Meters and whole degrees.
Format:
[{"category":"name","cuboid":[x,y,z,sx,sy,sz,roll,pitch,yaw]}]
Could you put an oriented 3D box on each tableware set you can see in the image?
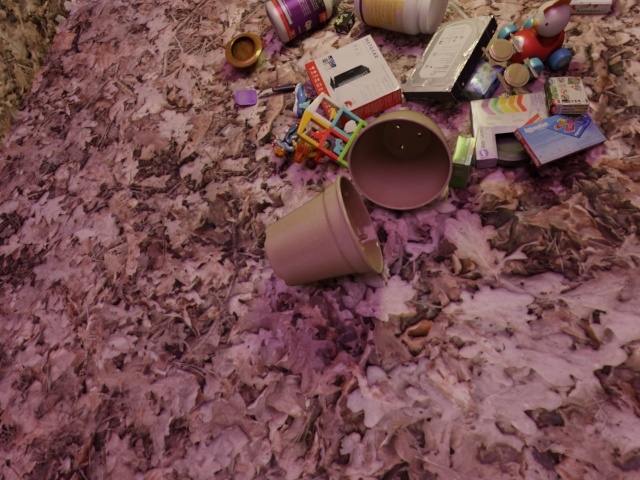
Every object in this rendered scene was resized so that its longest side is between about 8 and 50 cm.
[{"category":"tableware set","cuboid":[0.665,-0.624,1.489,0.128,0.039,0.194,-26,82,-1]}]

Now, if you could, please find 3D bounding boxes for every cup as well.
[{"category":"cup","cuboid":[0.277,-0.305,1.419,0.330,0.331,0.237,3,40,17]}]

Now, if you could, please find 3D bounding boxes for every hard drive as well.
[{"category":"hard drive","cuboid":[0.477,-0.678,1.573,0.236,0.064,0.339,24,82,49]}]

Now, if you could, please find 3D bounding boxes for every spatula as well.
[{"category":"spatula","cuboid":[-0.231,-0.650,1.841,0.296,0.030,0.084,-9,66,11]}]

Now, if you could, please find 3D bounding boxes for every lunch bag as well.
[{"category":"lunch bag","cuboid":[0.589,-0.594,1.551,0.128,0.096,0.151,33,89,26]}]

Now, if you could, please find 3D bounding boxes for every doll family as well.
[{"category":"doll family","cuboid":[-0.097,-0.377,1.635,0.262,0.118,0.163,26,77,24]}]

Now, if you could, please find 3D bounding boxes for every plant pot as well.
[{"category":"plant pot","cuboid":[0.000,0.000,1.360,0.305,0.333,0.334,-23,62,18]}]

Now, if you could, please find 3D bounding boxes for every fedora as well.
[{"category":"fedora","cuboid":[-0.346,-0.864,1.940,0.194,0.079,0.195,-4,72,11]}]

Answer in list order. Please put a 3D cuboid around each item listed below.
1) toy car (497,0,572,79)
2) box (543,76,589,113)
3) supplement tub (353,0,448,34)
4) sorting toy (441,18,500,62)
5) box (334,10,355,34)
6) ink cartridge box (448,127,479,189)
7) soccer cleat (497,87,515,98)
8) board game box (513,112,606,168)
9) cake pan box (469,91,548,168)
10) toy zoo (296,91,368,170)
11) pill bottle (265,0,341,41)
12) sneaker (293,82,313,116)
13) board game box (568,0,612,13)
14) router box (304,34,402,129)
[{"category":"toy car","cuboid":[0.775,-0.744,1.470,0.210,0.238,0.219,-19,67,-1]},{"category":"box","cuboid":[0.834,-0.497,1.429,0.113,0.036,0.207,5,45,18]},{"category":"supplement tub","cuboid":[0.330,-0.986,1.713,0.331,0.241,0.241,27,76,24]},{"category":"sorting toy","cuboid":[0.591,-0.799,1.667,0.347,0.047,0.196,38,81,26]},{"category":"box","cuboid":[0.109,-0.973,1.875,0.062,0.052,0.083,23,74,24]},{"category":"ink cartridge box","cuboid":[0.468,-0.268,1.378,0.062,0.209,0.109,14,71,18]},{"category":"soccer cleat","cuboid":[0.676,-0.524,1.534,0.083,0.029,0.035,-39,59,-9]},{"category":"board game box","cuboid":[0.779,-0.338,1.362,0.281,0.027,0.145,-20,73,-15]},{"category":"cake pan box","cuboid":[0.654,-0.376,1.455,0.245,0.070,0.267,-2,68,17]},{"category":"toy zoo","cuboid":[0.041,-0.417,1.570,0.293,0.030,0.193,31,80,-10]},{"category":"pill bottle","cuboid":[-0.074,-1.049,1.887,0.322,0.181,0.182,-28,63,2]},{"category":"sneaker","cuboid":[-0.063,-0.590,1.751,0.084,0.058,0.152,-1,71,22]},{"category":"board game box","cuboid":[1.026,-1.014,1.635,0.192,0.053,0.306,10,70,19]},{"category":"router box","cuboid":[0.128,-0.643,1.708,0.300,0.082,0.336,-23,63,5]}]
